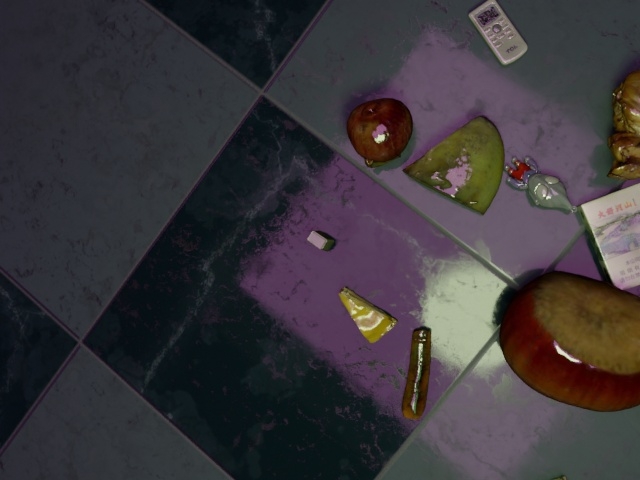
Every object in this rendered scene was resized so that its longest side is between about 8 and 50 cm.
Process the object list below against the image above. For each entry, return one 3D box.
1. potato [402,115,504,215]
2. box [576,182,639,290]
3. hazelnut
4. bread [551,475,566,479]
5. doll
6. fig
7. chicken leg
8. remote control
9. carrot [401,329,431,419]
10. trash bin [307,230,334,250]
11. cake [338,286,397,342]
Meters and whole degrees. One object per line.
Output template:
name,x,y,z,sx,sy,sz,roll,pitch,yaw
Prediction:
potato,0.405,-0.244,1.828,0.269,0.112,0.255,29,94,8
box,0.830,-0.007,1.757,0.164,0.069,0.257,-21,85,10
hazelnut,0.671,0.260,1.666,0.409,0.359,0.359,22,94,7
bread,0.619,0.801,1.770,0.239,0.111,0.246,-29,81,7
doll,0.618,-0.149,1.802,0.102,0.075,0.227,-46,69,-2
fig,0.172,-0.303,1.842,0.205,0.205,0.205,0,89,11
chicken leg,0.887,-0.233,1.701,0.295,0.182,0.409,-45,98,-10
remote control,0.509,-0.595,1.848,0.087,0.029,0.190,-32,84,10
carrot,0.279,0.384,1.867,0.070,0.070,0.260,6,89,11
trash bin,0.000,0.000,1.912,0.061,0.092,0.043,34,94,9
cake,0.141,0.204,1.891,0.116,0.079,0.185,-26,80,13
